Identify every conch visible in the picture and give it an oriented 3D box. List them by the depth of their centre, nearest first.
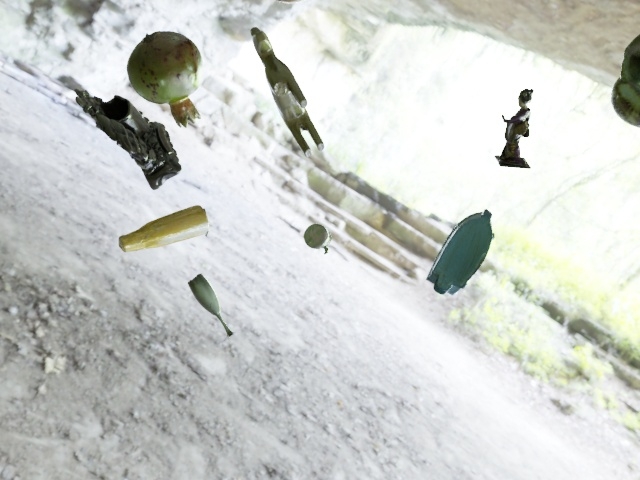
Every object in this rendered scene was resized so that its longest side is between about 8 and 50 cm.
[{"bbox_3d":[0.668,-0.320,1.289,0.124,0.181,0.187,-20,88,-47],"label":"conch"}]

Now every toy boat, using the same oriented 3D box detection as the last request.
[{"bbox_3d":[0.305,0.023,1.373,0.088,0.215,0.102,32,-3,7],"label":"toy boat"}]

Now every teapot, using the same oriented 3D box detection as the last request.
[{"bbox_3d":[0.000,0.000,1.591,0.083,0.064,0.064,61,12,14],"label":"teapot"}]

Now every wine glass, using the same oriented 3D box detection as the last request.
[{"bbox_3d":[-0.306,0.189,1.808,0.198,0.066,0.066,56,10,4],"label":"wine glass"}]

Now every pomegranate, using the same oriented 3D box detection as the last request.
[{"bbox_3d":[-0.314,-0.339,1.345,0.159,0.159,0.205,46,-21,63],"label":"pomegranate"}]

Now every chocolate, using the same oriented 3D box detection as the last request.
[{"bbox_3d":[-0.378,-0.024,1.535,0.219,0.085,0.086,-19,40,-33],"label":"chocolate"}]

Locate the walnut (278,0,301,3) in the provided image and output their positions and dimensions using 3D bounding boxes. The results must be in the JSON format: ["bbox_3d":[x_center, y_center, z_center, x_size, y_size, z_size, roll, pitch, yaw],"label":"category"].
[{"bbox_3d":[-0.107,-0.707,1.581,0.298,0.203,0.203,47,14,33],"label":"walnut"}]

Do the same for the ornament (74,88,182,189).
[{"bbox_3d":[-0.491,-0.275,1.608,0.260,0.106,0.251,38,17,-53],"label":"ornament"}]

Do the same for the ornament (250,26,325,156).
[{"bbox_3d":[-0.082,-0.338,1.407,0.245,0.061,0.230,61,-2,35],"label":"ornament"}]

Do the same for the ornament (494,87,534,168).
[{"bbox_3d":[0.492,-0.285,1.618,0.081,0.203,0.088,-2,28,3],"label":"ornament"}]
